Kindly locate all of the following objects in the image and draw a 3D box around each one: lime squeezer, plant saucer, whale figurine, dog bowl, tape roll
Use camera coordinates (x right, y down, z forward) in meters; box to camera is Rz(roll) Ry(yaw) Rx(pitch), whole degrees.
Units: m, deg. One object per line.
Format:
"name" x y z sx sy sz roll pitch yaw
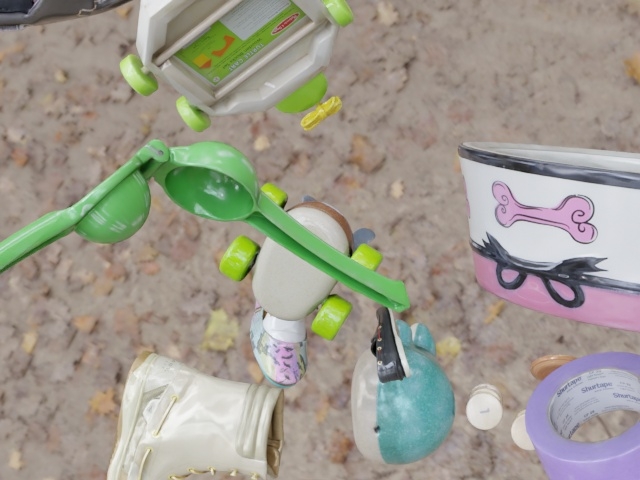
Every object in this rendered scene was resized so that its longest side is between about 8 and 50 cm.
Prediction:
"lime squeezer" -0.091 -0.001 0.577 0.059 0.311 0.109 -7 87 54
"plant saucer" 0.354 0.194 1.548 0.084 0.083 0.013 -11 52 27
"whale figurine" 0.141 0.218 1.537 0.141 0.272 0.216 2 107 21
"dog bowl" 0.338 -0.008 1.083 0.408 0.408 0.150 11 100 35
"tape roll" 0.361 0.234 1.316 0.189 0.080 0.189 -21 30 13

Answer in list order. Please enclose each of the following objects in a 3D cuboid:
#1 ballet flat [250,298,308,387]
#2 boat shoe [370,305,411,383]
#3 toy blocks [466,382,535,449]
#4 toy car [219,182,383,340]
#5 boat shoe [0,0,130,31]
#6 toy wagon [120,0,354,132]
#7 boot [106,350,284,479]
"ballet flat" -0.048 0.094 1.352 0.221 0.077 0.079 -96 26 -58
"boat shoe" 0.080 0.123 1.271 0.042 0.048 0.133 -16 32 5
"toy blocks" 0.276 0.256 1.536 0.123 0.148 0.054 24 94 10
"toy car" 0.000 0.000 1.225 0.155 0.188 0.149 33 120 6
"boat shoe" -0.237 -0.184 0.687 0.335 0.112 0.095 -10 32 -23
"toy wagon" -0.087 -0.249 1.374 0.267 0.344 0.068 -34 58 15
"boot" -0.155 0.283 1.304 0.204 0.095 0.261 12 100 8
